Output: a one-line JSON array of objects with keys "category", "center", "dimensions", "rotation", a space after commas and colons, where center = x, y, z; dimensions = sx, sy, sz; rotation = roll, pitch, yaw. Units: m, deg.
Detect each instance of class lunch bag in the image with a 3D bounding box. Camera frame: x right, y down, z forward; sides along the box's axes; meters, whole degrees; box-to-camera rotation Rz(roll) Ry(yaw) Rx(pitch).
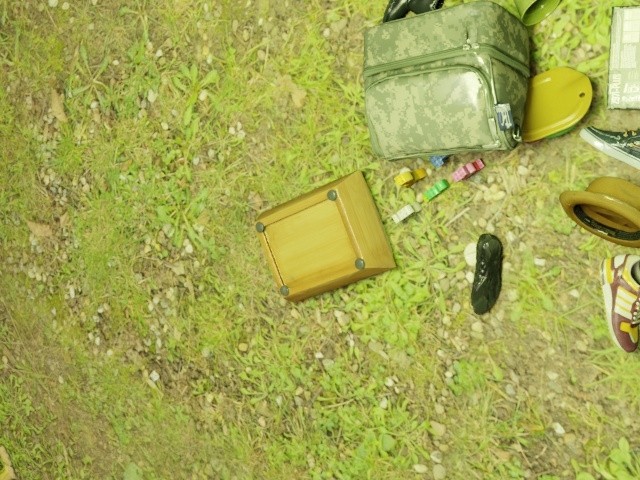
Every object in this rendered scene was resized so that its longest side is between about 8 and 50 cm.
[{"category": "lunch bag", "center": [0.236, -0.282, 1.573], "dimensions": [0.305, 0.212, 0.256], "rotation": [-3, 84, 36]}]

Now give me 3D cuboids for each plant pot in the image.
[{"category": "plant pot", "center": [0.390, -0.458, 1.562], "dimensions": [0.083, 0.083, 0.079], "rotation": [-43, 63, 31]}]

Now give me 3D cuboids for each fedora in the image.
[{"category": "fedora", "center": [0.533, -0.061, 1.516], "dimensions": [0.194, 0.194, 0.079], "rotation": [27, 78, 26]}]

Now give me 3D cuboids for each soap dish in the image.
[{"category": "soap dish", "center": [0.000, 0.000, 1.869], "dimensions": [0.290, 0.118, 0.229], "rotation": [-22, 87, 33]}]

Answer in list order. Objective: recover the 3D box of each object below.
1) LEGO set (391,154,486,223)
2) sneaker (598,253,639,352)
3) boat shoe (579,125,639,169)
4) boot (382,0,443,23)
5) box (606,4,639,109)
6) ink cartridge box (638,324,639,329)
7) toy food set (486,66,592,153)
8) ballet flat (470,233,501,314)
[{"category": "LEGO set", "center": [0.212, -0.122, 1.724], "dimensions": [0.227, 0.093, 0.087], "rotation": [-37, 79, 32]}, {"category": "sneaker", "center": [0.576, 0.118, 1.553], "dimensions": [0.084, 0.069, 0.186], "rotation": [-12, 94, 39]}, {"category": "boat shoe", "center": [0.567, -0.181, 1.509], "dimensions": [0.183, 0.065, 0.083], "rotation": [31, 112, 18]}, {"category": "boot", "center": [0.189, -0.470, 1.703], "dimensions": [0.099, 0.045, 0.121], "rotation": [33, 115, 20]}, {"category": "box", "center": [0.584, -0.317, 1.457], "dimensions": [0.147, 0.077, 0.180], "rotation": [5, 102, 32]}, {"category": "ink cartridge box", "center": [0.705, 0.220, 1.501], "dimensions": [0.235, 0.056, 0.171], "rotation": [-13, 93, 32]}, {"category": "toy food set", "center": [0.419, -0.241, 1.592], "dimensions": [0.218, 0.071, 0.128], "rotation": [-19, 65, 32]}, {"category": "ballet flat", "center": [0.339, 0.070, 1.718], "dimensions": [0.057, 0.049, 0.173], "rotation": [3, 106, -13]}]
